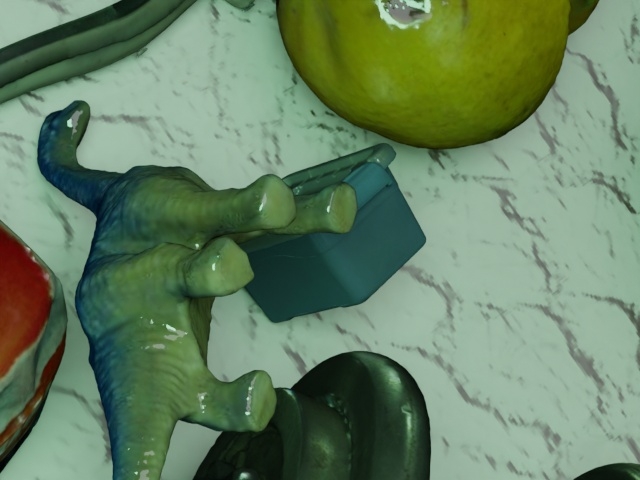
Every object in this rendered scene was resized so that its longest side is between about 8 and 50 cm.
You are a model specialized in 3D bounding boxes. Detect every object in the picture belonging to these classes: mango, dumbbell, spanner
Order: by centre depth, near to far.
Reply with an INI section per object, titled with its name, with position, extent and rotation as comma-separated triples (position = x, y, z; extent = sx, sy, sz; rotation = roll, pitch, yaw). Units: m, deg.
[dumbbell]
position = 0.049, 0.161, 0.760
extent = 0.290, 0.192, 0.192
rotation = 24, 59, -16
[spanner]
position = -0.082, -0.151, 0.917
extent = 0.325, 0.040, 0.095
rotation = -30, 84, -33
[mango]
position = 0.080, -0.151, 0.947
extent = 0.167, 0.130, 0.262
rotation = 58, 47, -20

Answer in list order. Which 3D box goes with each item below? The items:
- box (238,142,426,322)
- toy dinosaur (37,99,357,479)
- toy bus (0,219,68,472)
[box]
position = 0.000, 0.000, 0.863
extent = 0.074, 0.099, 0.054
rotation = -40, 105, -35
[toy dinosaur]
position = -0.092, 0.028, 0.756
extent = 0.075, 0.188, 0.248
rotation = 48, 49, -40
[toy bus]
position = -0.221, -0.002, 0.730
extent = 0.265, 0.120, 0.121
rotation = 39, 58, -6
